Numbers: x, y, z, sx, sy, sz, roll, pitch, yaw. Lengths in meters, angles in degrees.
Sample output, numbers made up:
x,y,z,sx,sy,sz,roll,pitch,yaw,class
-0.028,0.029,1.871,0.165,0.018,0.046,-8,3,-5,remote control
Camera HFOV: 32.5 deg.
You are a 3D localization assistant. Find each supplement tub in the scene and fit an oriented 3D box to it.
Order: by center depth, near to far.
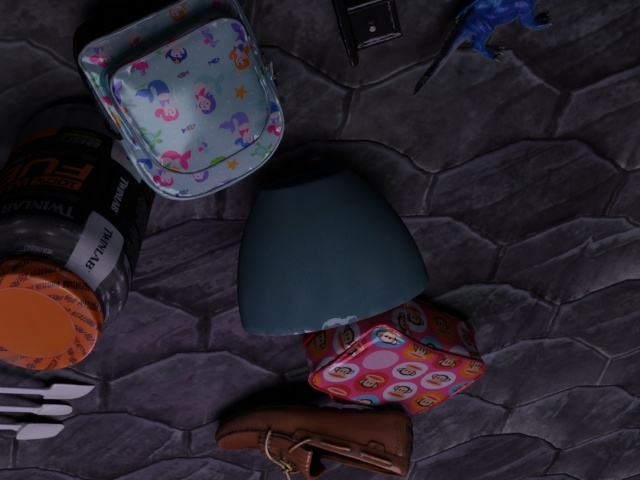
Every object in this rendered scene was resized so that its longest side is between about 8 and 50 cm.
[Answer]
x,y,z,sx,sy,sz,roll,pitch,yaw,class
-0.335,-0.009,1.428,0.207,0.338,0.207,2,130,2,supplement tub

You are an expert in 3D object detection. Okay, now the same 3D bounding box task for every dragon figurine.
x,y,z,sx,sy,sz,roll,pitch,yaw,class
0.218,-0.319,1.461,0.289,0.085,0.144,-29,135,14,dragon figurine

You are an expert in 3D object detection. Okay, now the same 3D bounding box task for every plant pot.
x,y,z,sx,sy,sz,roll,pitch,yaw,class
0.000,0.000,1.633,0.290,0.290,0.196,-14,101,-1,plant pot

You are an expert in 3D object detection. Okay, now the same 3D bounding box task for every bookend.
x,y,z,sx,sy,sz,roll,pitch,yaw,class
0.091,-0.326,1.428,0.156,0.072,0.157,-17,138,2,bookend

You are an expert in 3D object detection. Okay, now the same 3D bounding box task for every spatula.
x,y,z,sx,sy,sz,roll,pitch,yaw,class
-0.537,0.299,1.920,0.242,0.019,0.168,9,137,-42,spatula

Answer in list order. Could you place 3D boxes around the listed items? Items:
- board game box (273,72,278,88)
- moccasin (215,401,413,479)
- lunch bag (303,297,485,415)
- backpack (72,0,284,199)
x,y,z,sx,sy,sz,roll,pitch,yaw,class
-0.166,-0.171,1.548,0.136,0.035,0.201,14,130,-28,board game box
-0.016,0.385,2.035,0.380,0.147,0.139,3,157,13,moccasin
0.120,0.218,1.970,0.293,0.120,0.258,24,129,-35,lunch bag
-0.165,-0.180,1.380,0.225,0.191,0.254,-27,125,-8,backpack
